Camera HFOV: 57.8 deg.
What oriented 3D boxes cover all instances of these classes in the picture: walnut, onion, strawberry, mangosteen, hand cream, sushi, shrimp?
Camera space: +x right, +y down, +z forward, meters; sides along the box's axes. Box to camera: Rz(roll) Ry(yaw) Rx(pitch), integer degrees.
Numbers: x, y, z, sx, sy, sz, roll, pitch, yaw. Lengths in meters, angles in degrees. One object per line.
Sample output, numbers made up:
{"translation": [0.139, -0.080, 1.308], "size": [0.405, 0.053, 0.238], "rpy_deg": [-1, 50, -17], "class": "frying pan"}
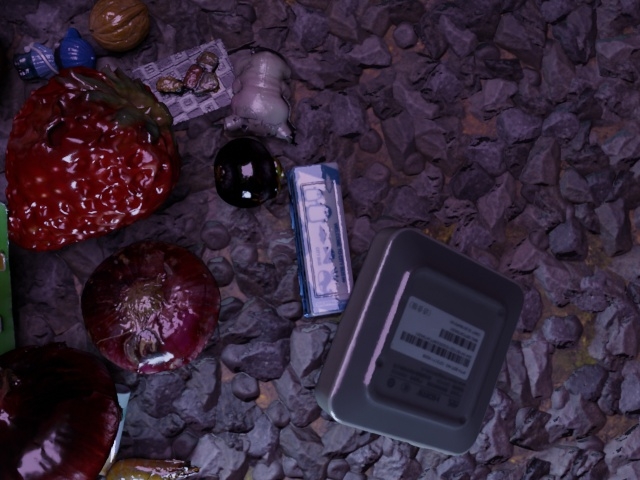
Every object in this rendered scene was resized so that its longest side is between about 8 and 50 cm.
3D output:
{"translation": [-0.386, -0.423, 1.122], "size": [0.124, 0.105, 0.105], "rpy_deg": [-38, 92, -22], "class": "walnut"}
{"translation": [-0.493, 0.310, 0.973], "size": [0.314, 0.232, 0.313], "rpy_deg": [-4, 55, 6], "class": "onion"}
{"translation": [-0.415, -0.117, 1.026], "size": [0.345, 0.295, 0.317], "rpy_deg": [-49, 56, 18], "class": "strawberry"}
{"translation": [-0.132, -0.132, 1.130], "size": [0.151, 0.137, 0.137], "rpy_deg": [-9, 87, -41], "class": "mangosteen"}
{"translation": [-0.408, 0.363, 1.104], "size": [0.076, 0.047, 0.174], "rpy_deg": [18, 94, -8], "class": "hand cream"}
{"translation": [-0.306, 0.121, 1.056], "size": [0.247, 0.190, 0.246], "rpy_deg": [3, 66, -6], "class": "onion"}
{"translation": [-0.268, -0.317, 1.161], "size": [0.201, 0.031, 0.139], "rpy_deg": [-23, 90, -7], "class": "sushi"}
{"translation": [-0.321, 0.476, 1.108], "size": [0.178, 0.034, 0.124], "rpy_deg": [3, 92, -9], "class": "shrimp"}

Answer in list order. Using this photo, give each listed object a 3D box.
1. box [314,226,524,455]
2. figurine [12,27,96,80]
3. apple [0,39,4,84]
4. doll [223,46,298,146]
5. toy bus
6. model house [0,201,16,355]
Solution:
{"translation": [0.204, 0.199, 1.101], "size": [0.367, 0.090, 0.373], "rpy_deg": [24, 83, -26], "class": "box"}
{"translation": [-0.510, -0.352, 1.115], "size": [0.149, 0.087, 0.086], "rpy_deg": [-15, 126, -7], "class": "figurine"}
{"translation": [-0.701, -0.309, 0.990], "size": [0.306, 0.306, 0.235], "rpy_deg": [-28, 114, -7], "class": "apple"}
{"translation": [-0.112, -0.285, 1.147], "size": [0.149, 0.095, 0.192], "rpy_deg": [4, 85, -13], "class": "doll"}
{"translation": [0.000, 0.000, 1.125], "size": [0.106, 0.131, 0.297], "rpy_deg": [-7, 88, -9], "class": "toy bus"}
{"translation": [-0.711, 0.047, 1.006], "size": [0.243, 0.313, 0.357], "rpy_deg": [-20, 131, -42], "class": "model house"}
